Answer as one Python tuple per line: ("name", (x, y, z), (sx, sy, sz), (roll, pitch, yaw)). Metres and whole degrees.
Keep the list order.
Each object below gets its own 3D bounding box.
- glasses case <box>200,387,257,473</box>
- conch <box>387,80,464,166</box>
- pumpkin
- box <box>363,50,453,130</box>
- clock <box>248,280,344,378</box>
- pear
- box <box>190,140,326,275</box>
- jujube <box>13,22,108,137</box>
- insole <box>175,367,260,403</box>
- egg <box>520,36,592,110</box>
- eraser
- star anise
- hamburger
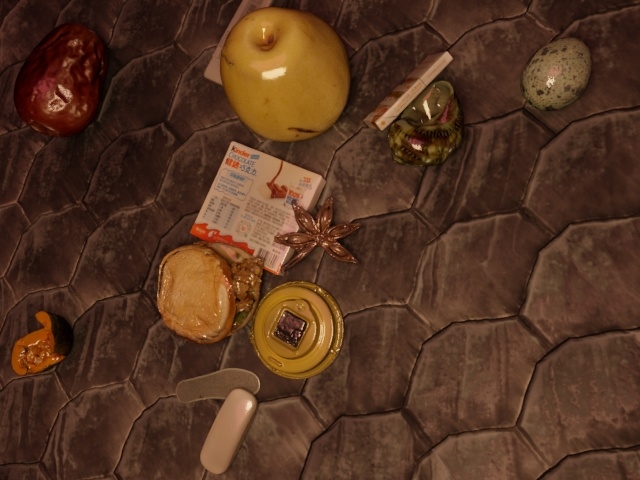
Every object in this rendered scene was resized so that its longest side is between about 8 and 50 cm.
("glasses case", (-0.215, 0.447, 1.200), (0.081, 0.051, 0.204), (27, 89, 18))
("conch", (0.235, -0.248, 1.157), (0.182, 0.124, 0.187), (-16, 52, 23))
("pumpkin", (-0.722, 0.274, 1.355), (0.183, 0.108, 0.119), (-45, 64, 13))
("box", (0.199, -0.346, 1.186), (0.220, 0.122, 0.032), (-44, 108, 5))
("clock", (-0.062, 0.208, 1.195), (0.237, 0.057, 0.237), (-3, 80, 17))
("pear", (-0.081, -0.386, 1.186), (0.309, 0.309, 0.309), (-3, 80, 16))
("box", (-0.159, -0.084, 1.279), (0.273, 0.048, 0.264), (25, 89, 20))
("jujube", (-0.720, -0.449, 1.440), (0.223, 0.223, 0.318), (13, 77, 18))
("insole", (-0.255, 0.357, 1.253), (0.232, 0.003, 0.080), (-11, 77, 15))
("egg", (0.504, -0.356, 1.086), (0.132, 0.132, 0.172), (35, 80, 19))
("eraser", (-0.192, -0.568, 1.369), (0.089, 0.061, 0.351), (28, 90, 19))
("star anise", (-0.005, -0.016, 1.194), (0.208, 0.063, 0.171), (-8, 86, 0))
("hamburger", (-0.265, 0.116, 1.218), (0.286, 0.146, 0.243), (-38, 78, 20))
